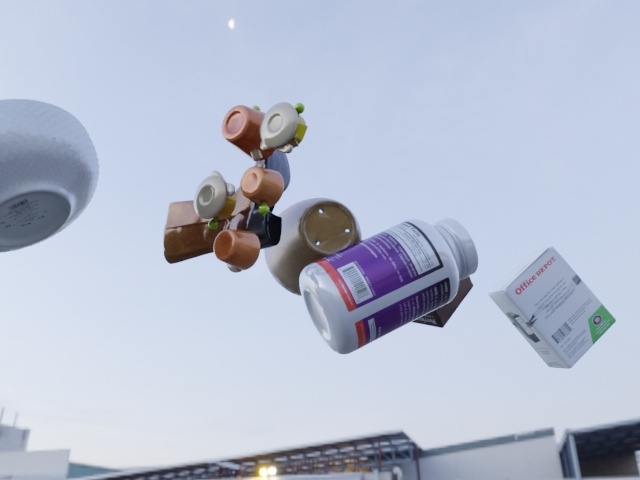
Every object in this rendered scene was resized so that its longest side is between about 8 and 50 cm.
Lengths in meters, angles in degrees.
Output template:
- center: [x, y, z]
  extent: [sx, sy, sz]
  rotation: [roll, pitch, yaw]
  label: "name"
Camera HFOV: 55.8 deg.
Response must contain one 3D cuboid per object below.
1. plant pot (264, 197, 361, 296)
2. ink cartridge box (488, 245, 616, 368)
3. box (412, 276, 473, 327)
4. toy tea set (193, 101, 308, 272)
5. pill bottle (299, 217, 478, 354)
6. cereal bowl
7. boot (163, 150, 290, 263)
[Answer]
- center: [0.000, 0.000, 1.363]
  extent: [0.237, 0.237, 0.254]
  rotation: [4, -11, -9]
  label: "plant pot"
- center: [0.668, 0.192, 1.757]
  extent: [0.211, 0.289, 0.121]
  rotation: [-39, -1, -13]
  label: "ink cartridge box"
- center: [0.256, 0.087, 1.558]
  extent: [0.168, 0.167, 0.203]
  rotation: [3, -49, 49]
  label: "box"
- center: [-0.124, -0.106, 1.155]
  extent: [0.200, 0.336, 0.124]
  rotation: [24, 2, 38]
  label: "toy tea set"
- center: [0.134, 0.074, 1.157]
  extent: [0.322, 0.182, 0.181]
  rotation: [-24, -21, -17]
  label: "pill bottle"
- center: [-0.565, -0.088, 1.113]
  extent: [0.338, 0.141, 0.339]
  rotation: [-30, -22, -13]
  label: "cereal bowl"
- center: [-0.206, -0.086, 1.314]
  extent: [0.280, 0.264, 0.096]
  rotation: [-8, -19, 28]
  label: "boot"
